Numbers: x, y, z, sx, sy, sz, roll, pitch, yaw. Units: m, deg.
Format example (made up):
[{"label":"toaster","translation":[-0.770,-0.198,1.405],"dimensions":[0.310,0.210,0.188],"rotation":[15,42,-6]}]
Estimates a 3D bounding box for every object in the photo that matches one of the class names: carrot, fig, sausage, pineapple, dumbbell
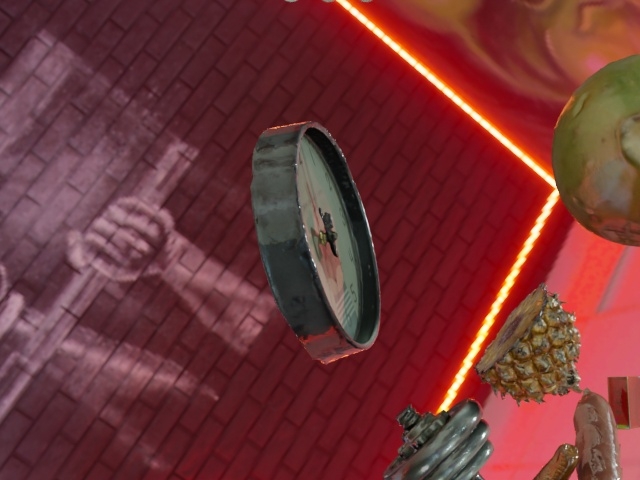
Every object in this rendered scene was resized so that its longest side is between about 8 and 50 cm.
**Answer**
[{"label":"carrot","translation":[0.410,0.447,1.772],"dimensions":[0.186,0.060,0.060],"rotation":[-62,-169,9]},{"label":"fig","translation":[0.334,-0.089,1.017],"dimensions":[0.230,0.207,0.207],"rotation":[-23,169,-43]},{"label":"sausage","translation":[0.505,0.428,1.771],"dimensions":[0.088,0.088,0.433],"rotation":[-43,-162,34]},{"label":"pineapple","translation":[0.318,0.170,1.378],"dimensions":[0.161,0.137,0.176],"rotation":[-52,-179,34]},{"label":"dumbbell","translation":[0.252,0.385,1.340],"dimensions":[0.179,0.406,0.179],"rotation":[-42,172,-7]}]

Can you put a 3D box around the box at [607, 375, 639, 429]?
[{"label":"box","translation":[0.666,0.342,2.076],"dimensions":[0.048,0.175,0.112],"rotation":[-8,-102,38]}]

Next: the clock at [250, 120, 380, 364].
[{"label":"clock","translation":[0.000,0.000,1.299],"dimensions":[0.067,0.325,0.325],"rotation":[-14,-153,17]}]
